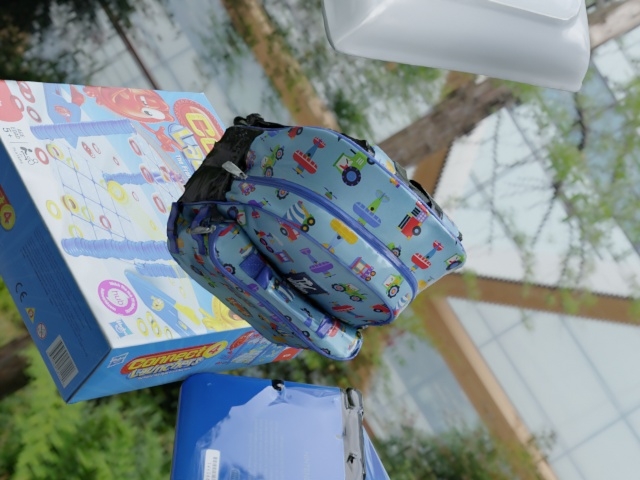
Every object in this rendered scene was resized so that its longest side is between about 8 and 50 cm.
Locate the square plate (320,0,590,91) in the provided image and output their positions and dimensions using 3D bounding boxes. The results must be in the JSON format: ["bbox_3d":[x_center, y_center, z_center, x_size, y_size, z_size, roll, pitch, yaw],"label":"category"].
[{"bbox_3d":[0.105,-0.295,0.874,0.347,0.049,0.343,-2,82,-50],"label":"square plate"}]

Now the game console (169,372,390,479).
[{"bbox_3d":[-0.018,0.283,1.031,0.293,0.250,0.173,-93,-168,-55],"label":"game console"}]

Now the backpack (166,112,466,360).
[{"bbox_3d":[0.000,0.000,0.741,0.158,0.117,0.173,44,-18,-24],"label":"backpack"}]

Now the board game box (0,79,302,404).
[{"bbox_3d":[-0.174,-0.012,1.129,0.302,0.086,0.308,-6,57,-50],"label":"board game box"}]
